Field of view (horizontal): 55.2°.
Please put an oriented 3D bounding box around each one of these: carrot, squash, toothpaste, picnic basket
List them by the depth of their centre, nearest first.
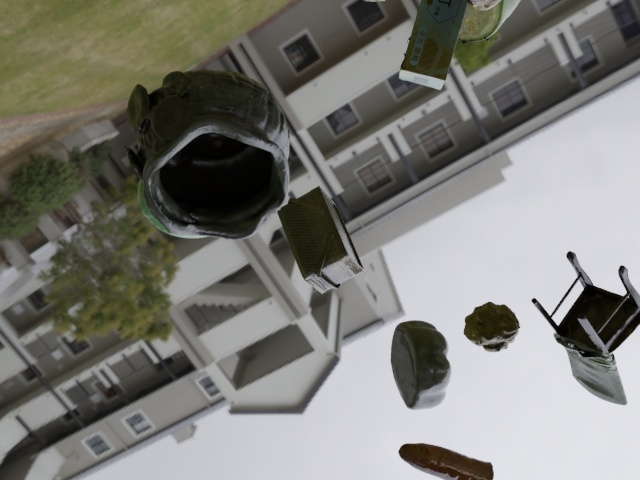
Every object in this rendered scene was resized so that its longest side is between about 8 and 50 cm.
[{"bbox_3d":[0.173,0.310,0.848,0.048,0.139,0.048,-158,-90,-78],"label":"carrot"},{"bbox_3d":[0.218,-0.427,1.060,0.071,0.089,0.313,10,96,-83],"label":"toothpaste"},{"bbox_3d":[0.434,-0.607,1.428,0.289,0.111,0.203,-54,165,-32],"label":"squash"},{"bbox_3d":[0.000,0.000,1.695,0.139,0.165,0.267,-28,-119,10],"label":"picnic basket"}]

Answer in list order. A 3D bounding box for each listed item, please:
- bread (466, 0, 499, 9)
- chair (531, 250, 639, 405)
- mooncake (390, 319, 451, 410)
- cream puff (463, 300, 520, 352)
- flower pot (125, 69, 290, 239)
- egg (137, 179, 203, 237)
[{"bbox_3d":[0.229,-0.501,0.810,0.277,0.324,0.167,-36,-124,31],"label":"bread"},{"bbox_3d":[0.622,0.198,1.368,0.186,0.319,0.160,-48,-149,-12],"label":"chair"},{"bbox_3d":[0.312,0.380,1.890,0.135,0.275,0.275,0,-167,-11],"label":"mooncake"},{"bbox_3d":[0.460,0.240,1.624,0.146,0.146,0.116,-30,-160,9],"label":"cream puff"},{"bbox_3d":[-0.205,-0.157,1.100,0.301,0.302,0.213,-28,-134,15],"label":"flower pot"},{"bbox_3d":[-0.334,-0.115,1.587,0.269,0.221,0.220,4,-173,-17],"label":"egg"}]
